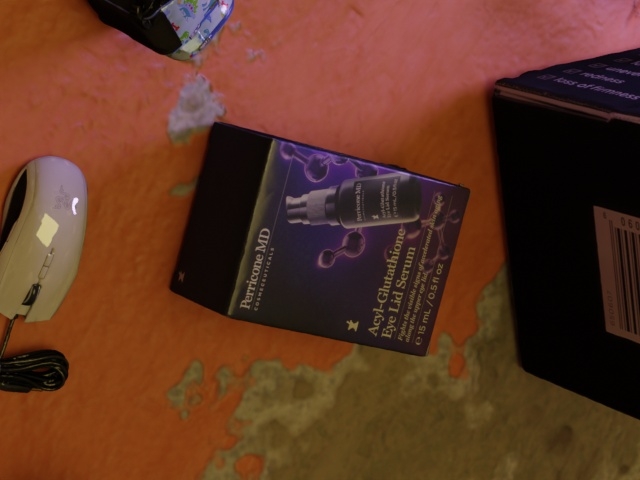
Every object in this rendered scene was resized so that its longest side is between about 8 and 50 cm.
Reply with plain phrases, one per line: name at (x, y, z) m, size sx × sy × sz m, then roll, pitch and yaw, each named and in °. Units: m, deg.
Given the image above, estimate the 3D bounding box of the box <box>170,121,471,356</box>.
box at (0.000, 0.000, 1.575) m, size 0.207 × 0.108 × 0.153 m, roll 12°, pitch 95°, yaw -32°

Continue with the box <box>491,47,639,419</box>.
box at (0.482, -0.021, 1.634) m, size 0.471 × 0.480 × 0.297 m, roll -17°, pitch 109°, yaw -26°

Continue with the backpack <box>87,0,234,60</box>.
backpack at (-0.116, -0.205, 1.472) m, size 0.114 × 0.105 × 0.084 m, roll -50°, pitch 142°, yaw -14°

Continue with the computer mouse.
computer mouse at (-0.228, 0.028, 1.486) m, size 0.106 × 0.042 × 0.193 m, roll 14°, pitch 93°, yaw -30°
